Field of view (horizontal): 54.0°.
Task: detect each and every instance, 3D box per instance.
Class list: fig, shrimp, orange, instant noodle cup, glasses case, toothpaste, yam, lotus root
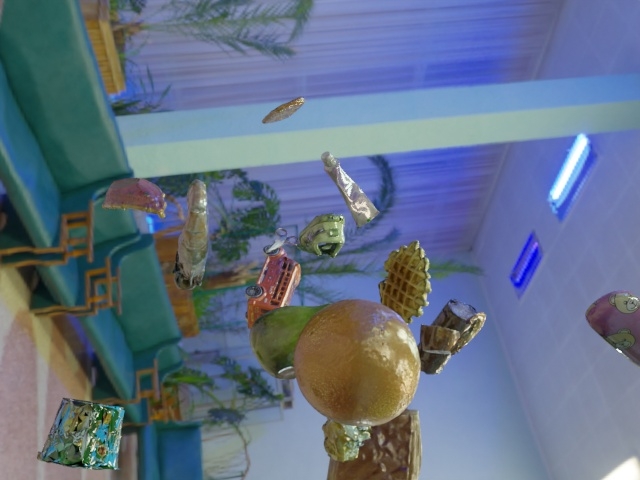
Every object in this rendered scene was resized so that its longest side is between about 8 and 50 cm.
[{"bbox_3d":[-0.058,0.256,1.767,0.206,0.275,0.206,44,17,-17],"label":"fig"},{"bbox_3d":[-0.410,-0.003,1.999,0.221,0.110,0.445,-105,-156,-44],"label":"shrimp"},{"bbox_3d":[0.080,0.258,1.330,0.274,0.275,0.274,173,-90,-83],"label":"orange"},{"bbox_3d":[-0.688,0.566,1.845,0.240,0.240,0.178,107,-7,-72],"label":"instant noodle cup"},{"bbox_3d":[0.306,0.192,1.324,0.023,0.114,0.083,40,-7,34],"label":"shrimp"},{"bbox_3d":[0.745,0.220,1.464,0.123,0.316,0.075,-42,-154,27],"label":"glasses case"},{"bbox_3d":[0.079,-0.141,1.762,0.075,0.048,0.301,-58,138,-20],"label":"toothpaste"},{"bbox_3d":[0.422,0.327,2.151,0.131,0.131,0.279,-106,-146,-51],"label":"yam"},{"bbox_3d":[0.354,0.292,1.861,0.122,0.113,0.081,33,61,-63],"label":"lotus root"}]

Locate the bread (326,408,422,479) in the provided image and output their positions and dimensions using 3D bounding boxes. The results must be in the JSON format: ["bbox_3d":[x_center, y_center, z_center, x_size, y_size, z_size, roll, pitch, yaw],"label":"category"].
[{"bbox_3d":[0.167,0.674,1.944,0.167,0.278,0.324,84,14,-67],"label":"bread"}]

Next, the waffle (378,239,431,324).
[{"bbox_3d":[0.259,0.137,1.967,0.250,0.056,0.261,-47,-142,46],"label":"waffle"}]

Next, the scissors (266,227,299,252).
[{"bbox_3d":[-0.128,0.006,1.969,0.022,0.085,0.176,-59,172,27],"label":"scissors"}]

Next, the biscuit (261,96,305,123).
[{"bbox_3d":[-0.122,-0.421,2.061,0.029,0.119,0.247,66,-15,-6],"label":"biscuit"}]

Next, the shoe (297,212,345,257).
[{"bbox_3d":[-0.001,-0.007,2.109,0.262,0.140,0.128,126,-23,-58],"label":"shoe"}]

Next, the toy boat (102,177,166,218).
[{"bbox_3d":[-0.521,-0.120,1.730,0.318,0.141,0.099,12,-53,50],"label":"toy boat"}]

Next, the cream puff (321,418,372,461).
[{"bbox_3d":[0.057,0.525,1.684,0.121,0.156,0.156,35,-30,21],"label":"cream puff"}]

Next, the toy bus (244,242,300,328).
[{"bbox_3d":[-0.161,0.159,2.201,0.329,0.153,0.142,-72,170,-50],"label":"toy bus"}]
